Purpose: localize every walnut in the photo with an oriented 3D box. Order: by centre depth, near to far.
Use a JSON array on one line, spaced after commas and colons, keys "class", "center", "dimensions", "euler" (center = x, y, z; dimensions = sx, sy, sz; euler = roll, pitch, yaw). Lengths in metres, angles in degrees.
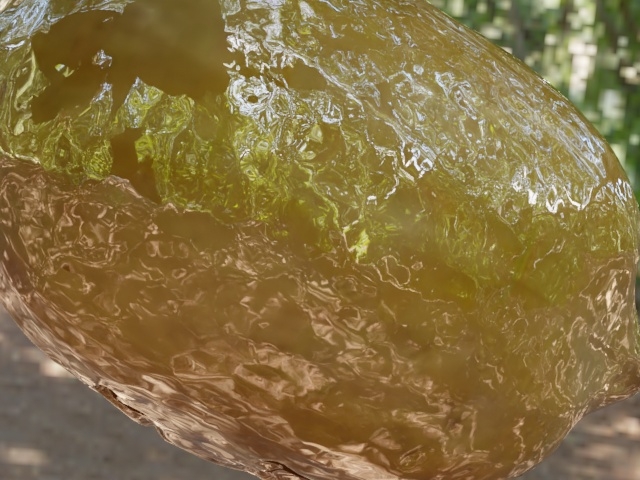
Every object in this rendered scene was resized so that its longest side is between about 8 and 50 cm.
[{"class": "walnut", "center": [0.000, 0.000, 0.724], "dimensions": [0.298, 0.203, 0.203], "euler": [29, 2, -16]}]
